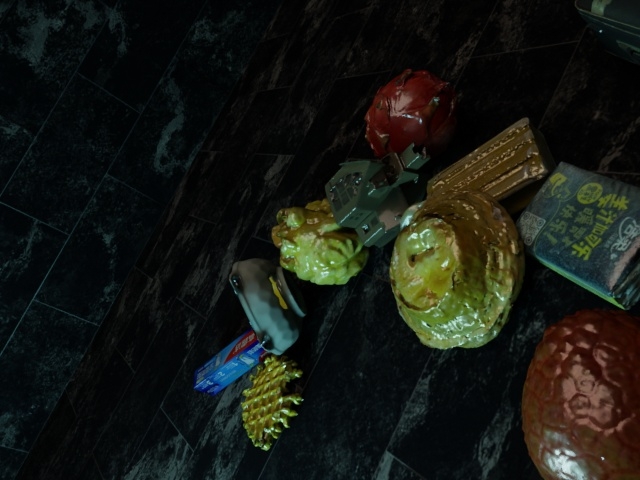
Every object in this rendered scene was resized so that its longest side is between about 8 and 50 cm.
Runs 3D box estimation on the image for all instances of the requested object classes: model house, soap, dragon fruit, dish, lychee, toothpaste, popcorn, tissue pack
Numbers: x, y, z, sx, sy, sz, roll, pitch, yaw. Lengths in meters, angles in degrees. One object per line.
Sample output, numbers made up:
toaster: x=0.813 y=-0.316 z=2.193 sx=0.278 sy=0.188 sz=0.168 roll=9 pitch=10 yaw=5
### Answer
model house: x=0.170 y=-0.121 z=1.343 sx=0.243 sy=0.211 sz=0.204 roll=-44 pitch=54 yaw=39
soap: x=0.361 y=-0.119 z=1.222 sx=0.274 sy=0.089 sz=0.173 roll=-33 pitch=41 yaw=34
dragon fruit: x=0.230 y=-0.306 z=1.434 sx=0.252 sy=0.241 sz=0.241 roll=-31 pitch=39 yaw=10
dish: x=-0.119 y=0.156 z=1.496 sx=0.120 sy=0.303 sz=0.303 roll=-27 pitch=38 yaw=5
lychee: x=0.396 y=0.240 z=0.754 sx=0.255 sy=0.255 sz=0.300 roll=-36 pitch=72 yaw=31
toothpaste: x=-0.247 y=0.348 z=1.651 sx=0.320 sy=0.076 sz=0.066 roll=-39 pitch=36 yaw=26
popcorn: x=0.000 y=0.000 z=1.496 sx=0.252 sy=0.215 sz=0.286 roll=-16 pitch=23 yaw=-17
tissue pack: x=0.475 y=-0.019 z=0.994 sx=0.185 sy=0.081 sz=0.257 roll=-55 pitch=33 yaw=6

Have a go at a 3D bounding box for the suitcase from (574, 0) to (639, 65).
suitcase: x=0.665 y=-0.419 z=0.976 sx=0.283 sy=0.194 sz=0.434 roll=-47 pitch=32 yaw=15

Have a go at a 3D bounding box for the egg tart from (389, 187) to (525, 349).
egg tart: x=0.240 y=0.055 z=1.124 sx=0.341 sy=0.129 sz=0.341 roll=-9 pitch=79 yaw=53

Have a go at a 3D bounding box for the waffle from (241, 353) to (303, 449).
waffle: x=-0.133 y=0.410 z=1.476 sx=0.231 sy=0.051 sz=0.229 roll=25 pitch=87 yaw=58
